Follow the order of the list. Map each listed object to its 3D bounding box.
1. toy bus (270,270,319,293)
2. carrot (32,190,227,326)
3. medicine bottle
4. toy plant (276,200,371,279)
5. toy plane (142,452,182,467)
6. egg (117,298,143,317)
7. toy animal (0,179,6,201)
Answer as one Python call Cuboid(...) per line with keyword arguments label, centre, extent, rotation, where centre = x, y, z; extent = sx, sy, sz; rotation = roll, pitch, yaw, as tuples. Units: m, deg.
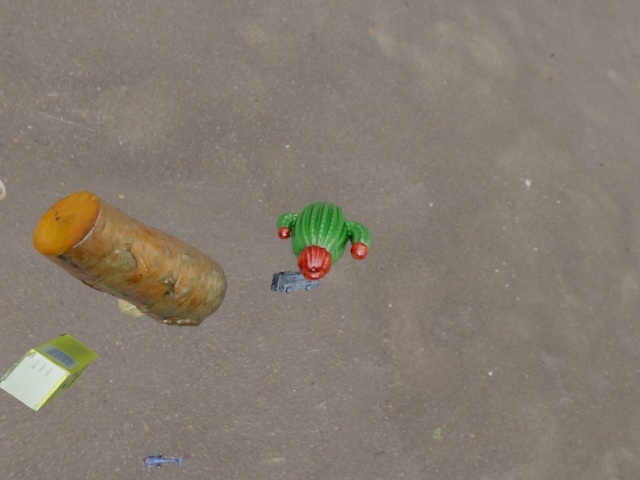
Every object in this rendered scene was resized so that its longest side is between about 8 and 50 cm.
Cuboid(label="toy bus", centre=(-0.078, 0.128, 1.266), extent=(0.166, 0.047, 0.065), rotation=(-1, 95, -41))
Cuboid(label="carrot", centre=(-0.265, 0.038, 0.614), extent=(0.301, 0.139, 0.138), rotation=(54, 44, -54))
Cuboid(label="medicine bottle", centre=(-0.823, 0.394, 1.238), extent=(0.141, 0.250, 0.137), rotation=(37, 81, -6))
Cuboid(label="toy plant", centre=(0.011, -0.004, 0.700), extent=(0.155, 0.240, 0.088), rotation=(-7, 116, -19))
Cuboid(label="toy plane", centre=(-0.613, 0.851, 1.553), extent=(0.168, 0.062, 0.053), rotation=(-4, 64, 7))
Cuboid(label="egg", centre=(-0.595, 0.190, 1.312), extent=(0.116, 0.140, 0.118), rotation=(66, 15, 18))
Cuboid(label="toy animal", centre=(-0.472, -0.042, 0.401), extent=(0.104, 0.185, 0.183), rotation=(38, 86, 12))
